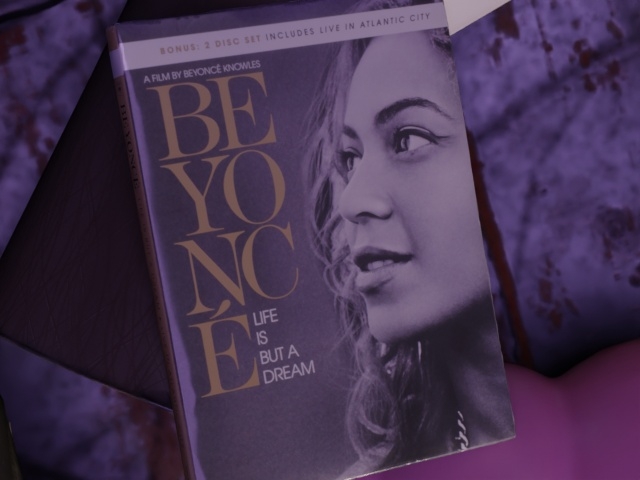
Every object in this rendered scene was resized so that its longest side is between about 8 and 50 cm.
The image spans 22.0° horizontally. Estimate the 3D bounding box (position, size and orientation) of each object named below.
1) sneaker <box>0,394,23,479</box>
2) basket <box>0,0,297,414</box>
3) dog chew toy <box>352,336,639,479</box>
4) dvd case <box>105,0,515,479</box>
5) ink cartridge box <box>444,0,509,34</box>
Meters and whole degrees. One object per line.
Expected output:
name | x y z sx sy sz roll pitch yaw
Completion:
sneaker | -0.100 0.252 0.877 0.202 0.185 0.483 -26 112 -4
basket | -0.058 -0.037 0.831 0.154 0.204 0.227 22 87 -41
dog chew toy | 0.105 0.153 0.867 0.332 0.206 0.206 0 100 2
dvd case | 0.000 0.000 0.754 0.164 0.018 0.221 -11 91 -23
ink cartridge box | 0.075 -0.262 0.768 0.198 0.115 0.273 -30 131 0
